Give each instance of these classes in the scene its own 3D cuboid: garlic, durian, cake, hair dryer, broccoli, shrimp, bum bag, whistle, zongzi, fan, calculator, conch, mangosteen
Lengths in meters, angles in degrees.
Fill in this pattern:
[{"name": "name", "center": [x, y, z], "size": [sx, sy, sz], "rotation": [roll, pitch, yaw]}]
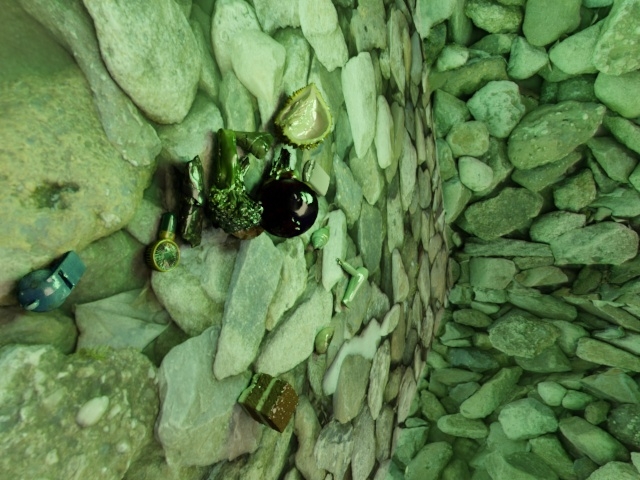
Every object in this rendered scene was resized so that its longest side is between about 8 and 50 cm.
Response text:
[{"name": "garlic", "center": [0.016, 0.414, 1.735], "size": [0.084, 0.066, 0.152], "rotation": [92, 20, -65]}, {"name": "durian", "center": [-0.064, -0.399, 1.411], "size": [0.183, 0.138, 0.249], "rotation": [34, 61, -19]}, {"name": "cake", "center": [-0.171, 0.531, 1.351], "size": [0.135, 0.147, 0.134], "rotation": [-57, 137, -38]}, {"name": "hair dryer", "center": [0.121, 0.169, 1.889], "size": [0.237, 0.075, 0.206], "rotation": [53, 56, -37]}, {"name": "broccoli", "center": [-0.249, -0.174, 1.154], "size": [0.165, 0.146, 0.304], "rotation": [137, -55, -74]}, {"name": "shrimp", "center": [-0.200, -0.175, 1.305], "size": [0.233, 0.071, 0.365], "rotation": [45, 61, -45]}, {"name": "bum bag", "center": [-0.335, -0.101, 1.076], "size": [0.102, 0.069, 0.248], "rotation": [-161, -109, -77]}, {"name": "whistle", "center": [-0.528, 0.086, 0.792], "size": [0.158, 0.090, 0.090], "rotation": [-112, -173, -62]}, {"name": "zongzi", "center": [-0.211, -0.337, 1.294], "size": [0.130, 0.062, 0.154], "rotation": [34, 38, -17]}, {"name": "fan", "center": [-0.391, 0.003, 1.032], "size": [0.082, 0.039, 0.155], "rotation": [30, 64, -55]}, {"name": "calculator", "center": [-0.012, -0.247, 1.630], "size": [0.175, 0.032, 0.100], "rotation": [41, 59, -53]}, {"name": "conch", "center": [0.006, -0.002, 1.658], "size": [0.180, 0.065, 0.088], "rotation": [-52, 135, -55]}, {"name": "mangosteen", "center": [-0.104, -0.120, 1.253], "size": [0.194, 0.194, 0.230], "rotation": [49, 27, -49]}]

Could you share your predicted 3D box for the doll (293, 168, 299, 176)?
[{"name": "doll", "center": [-0.104, -0.179, 1.468], "size": [0.115, 0.078, 0.150], "rotation": [115, -15, -62]}]
